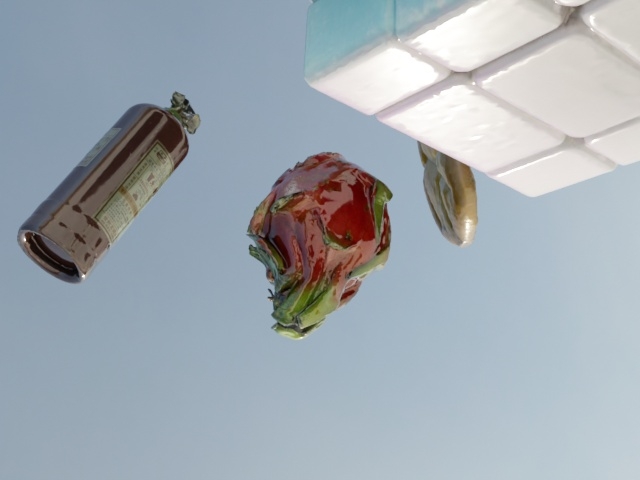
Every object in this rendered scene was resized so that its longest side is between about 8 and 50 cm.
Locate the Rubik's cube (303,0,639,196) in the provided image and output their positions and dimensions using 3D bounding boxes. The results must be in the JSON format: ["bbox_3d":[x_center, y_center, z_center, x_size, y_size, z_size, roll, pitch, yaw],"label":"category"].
[{"bbox_3d":[0.205,-0.262,0.783,0.319,0.316,0.322,21,-117,-36],"label":"Rubik's cube"}]

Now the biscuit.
[{"bbox_3d":[0.148,-0.086,1.109,0.041,0.260,0.203,-7,-70,-2],"label":"biscuit"}]

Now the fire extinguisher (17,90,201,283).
[{"bbox_3d":[-0.177,-0.059,0.849,0.071,0.099,0.231,30,-125,5],"label":"fire extinguisher"}]

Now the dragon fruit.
[{"bbox_3d":[-0.019,0.002,1.177,0.269,0.200,0.198,-52,-49,-27],"label":"dragon fruit"}]
